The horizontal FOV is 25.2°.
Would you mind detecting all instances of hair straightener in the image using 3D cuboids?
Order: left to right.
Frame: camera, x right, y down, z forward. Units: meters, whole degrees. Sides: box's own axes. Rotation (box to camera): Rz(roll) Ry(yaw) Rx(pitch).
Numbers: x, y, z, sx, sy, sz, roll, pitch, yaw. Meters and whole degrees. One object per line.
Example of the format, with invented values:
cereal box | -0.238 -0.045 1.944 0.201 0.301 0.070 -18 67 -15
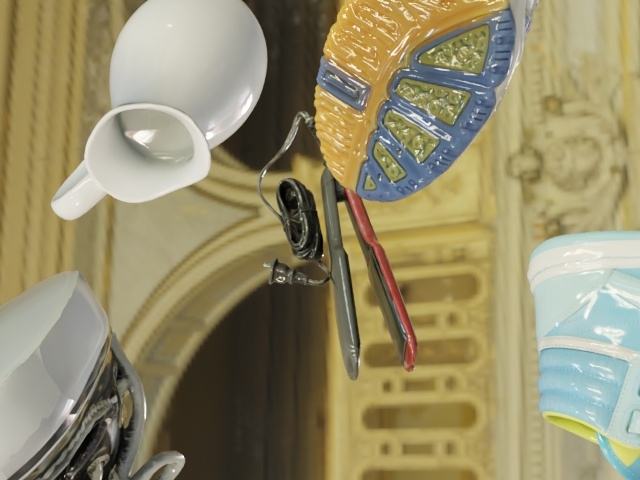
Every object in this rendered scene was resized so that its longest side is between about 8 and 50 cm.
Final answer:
hair straightener | 0.000 0.000 1.050 0.047 0.089 0.230 94 163 -58

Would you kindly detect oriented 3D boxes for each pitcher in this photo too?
pitcher | -0.136 -0.111 1.177 0.125 0.178 0.207 47 -145 -23

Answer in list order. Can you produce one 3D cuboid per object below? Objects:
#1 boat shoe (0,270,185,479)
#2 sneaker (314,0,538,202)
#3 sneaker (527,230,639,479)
boat shoe | -0.123 0.086 0.598 0.113 0.306 0.105 -38 -83 -15
sneaker | 0.099 -0.153 0.824 0.131 0.112 0.296 -22 -37 -56
sneaker | 0.321 0.097 1.155 0.127 0.319 0.208 40 -129 -53
